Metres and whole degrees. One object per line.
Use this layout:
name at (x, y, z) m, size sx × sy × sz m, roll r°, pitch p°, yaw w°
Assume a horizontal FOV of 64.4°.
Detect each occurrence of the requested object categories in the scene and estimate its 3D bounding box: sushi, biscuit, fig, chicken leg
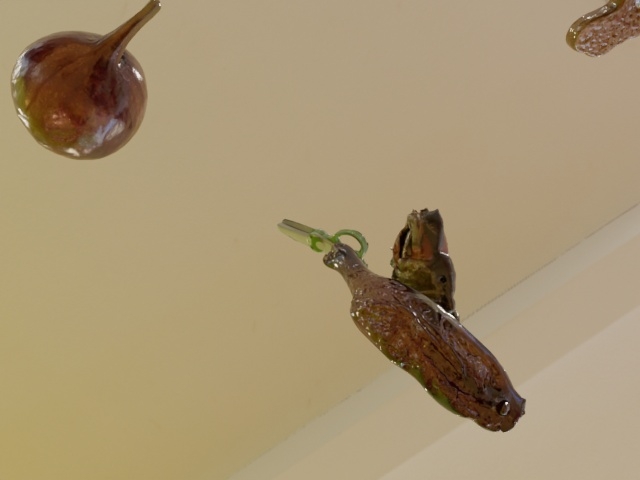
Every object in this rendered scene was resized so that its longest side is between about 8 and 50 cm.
sushi at (0.161, 0.061, 0.801) m, size 0.097 × 0.103 × 0.226 m, roll -9°, pitch -86°, yaw 7°
biscuit at (0.492, -0.378, 0.709) m, size 0.295 × 0.186 × 0.044 m, roll -18°, pitch -129°, yaw 6°
fig at (-0.297, -0.208, 0.658) m, size 0.207 × 0.175 × 0.175 m, roll -33°, pitch -83°, yaw 42°
chicken leg at (0.118, 0.108, 0.732) m, size 0.407 × 0.158 × 0.096 m, roll 42°, pitch -77°, yaw 40°

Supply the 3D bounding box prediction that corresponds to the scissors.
scissors at (0.000, 0.000, 0.970) m, size 0.204 × 0.027 × 0.101 m, roll 23°, pitch -49°, yaw 28°
